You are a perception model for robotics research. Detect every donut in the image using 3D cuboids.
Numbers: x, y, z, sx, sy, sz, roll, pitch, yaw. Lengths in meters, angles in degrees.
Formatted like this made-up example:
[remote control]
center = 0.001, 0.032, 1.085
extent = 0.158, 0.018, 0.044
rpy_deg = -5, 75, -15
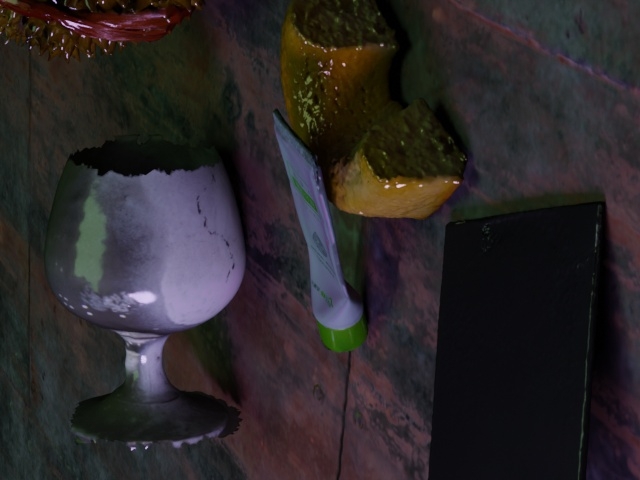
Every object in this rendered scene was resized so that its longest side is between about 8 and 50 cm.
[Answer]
[donut]
center = 0.038, -0.105, 1.779
extent = 0.259, 0.101, 0.152
rpy_deg = 61, 153, 29

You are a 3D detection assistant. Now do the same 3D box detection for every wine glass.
[wine glass]
center = -0.192, 0.054, 2.137
extent = 0.238, 0.238, 0.323
rpy_deg = 30, 121, 58

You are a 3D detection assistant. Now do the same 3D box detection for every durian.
[durian]
center = -0.240, -0.365, 2.036
extent = 0.384, 0.347, 0.348
rpy_deg = -44, 52, 24

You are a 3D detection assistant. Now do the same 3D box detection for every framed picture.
[framed picture]
center = 0.156, 0.136, 1.601
extent = 0.244, 0.013, 0.324
rpy_deg = 172, 104, -64

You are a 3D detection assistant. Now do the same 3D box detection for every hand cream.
[hand cream]
center = 0.001, 0.000, 1.807
extent = 0.079, 0.050, 0.275
rpy_deg = 21, 145, 31
